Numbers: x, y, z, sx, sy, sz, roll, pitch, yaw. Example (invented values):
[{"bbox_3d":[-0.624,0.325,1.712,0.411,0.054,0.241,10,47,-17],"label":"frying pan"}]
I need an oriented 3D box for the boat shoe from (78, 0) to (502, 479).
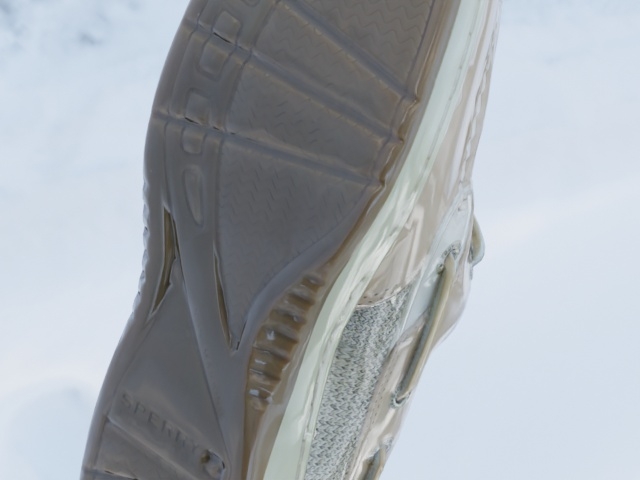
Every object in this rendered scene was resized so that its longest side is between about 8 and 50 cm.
[{"bbox_3d":[0.000,0.000,0.645,0.110,0.122,0.341,-6,125,-47],"label":"boat shoe"}]
